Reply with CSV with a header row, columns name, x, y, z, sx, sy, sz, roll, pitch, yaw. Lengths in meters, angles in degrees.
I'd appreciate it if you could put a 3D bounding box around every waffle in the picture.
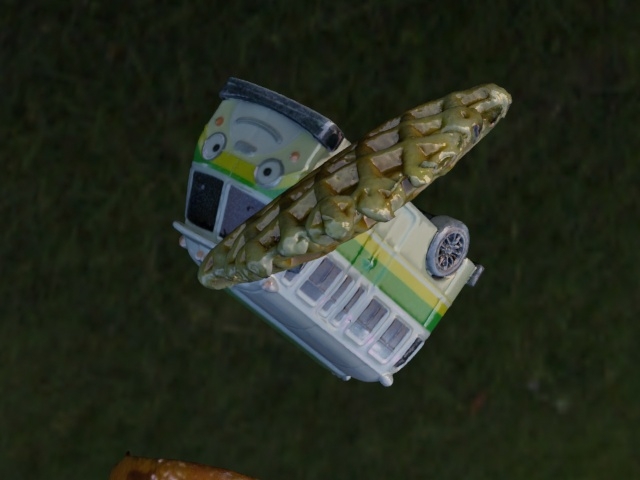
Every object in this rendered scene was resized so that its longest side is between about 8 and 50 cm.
name,x,y,z,sx,sy,sz,roll,pitch,yaw
waffle,0.023,-0.037,1.346,0.054,0.214,0.208,54,147,-6

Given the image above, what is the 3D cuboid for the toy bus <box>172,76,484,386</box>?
name,x,y,z,sx,sy,sz,roll,pitch,yaw
toy bus,0.000,0.000,1.569,0.133,0.165,0.276,26,171,40

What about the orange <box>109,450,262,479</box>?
name,x,y,z,sx,sy,sz,roll,pitch,yaw
orange,-0.052,0.292,1.674,0.274,0.274,0.310,-11,113,19
